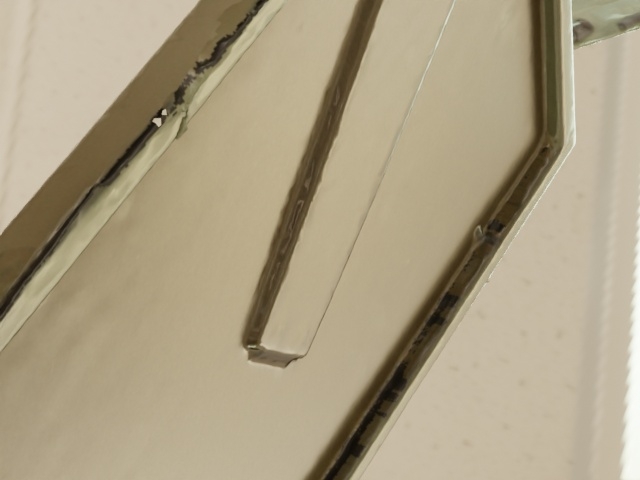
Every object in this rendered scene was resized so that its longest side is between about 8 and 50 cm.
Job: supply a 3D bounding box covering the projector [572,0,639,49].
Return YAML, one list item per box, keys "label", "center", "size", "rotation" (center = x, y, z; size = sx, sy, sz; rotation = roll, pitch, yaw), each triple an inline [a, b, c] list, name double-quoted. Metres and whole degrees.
- label: "projector"
  center: [0.082, -0.194, 0.655]
  size: [0.198, 0.108, 0.250]
  rotation: [-14, -125, 41]

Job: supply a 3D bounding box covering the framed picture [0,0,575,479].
- label: "framed picture"
  center: [0.000, 0.000, 0.422]
  size: [0.016, 0.184, 0.250]
  rotation: [21, -122, 24]
